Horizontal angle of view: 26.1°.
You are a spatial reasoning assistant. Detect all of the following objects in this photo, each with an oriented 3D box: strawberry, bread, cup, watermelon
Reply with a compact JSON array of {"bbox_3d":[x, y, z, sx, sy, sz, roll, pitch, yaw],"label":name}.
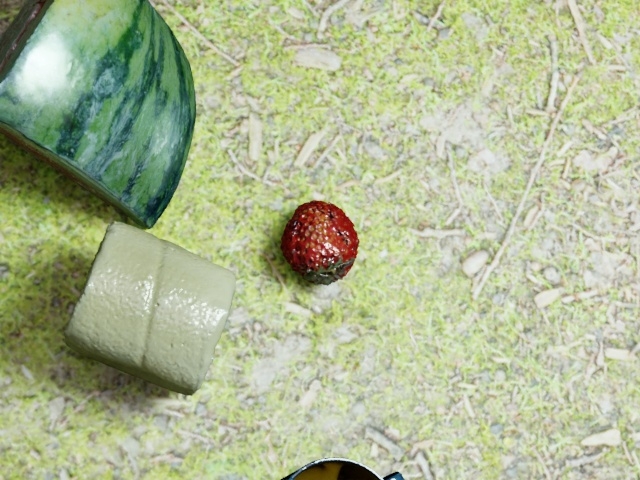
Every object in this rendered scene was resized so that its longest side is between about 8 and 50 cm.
[{"bbox_3d":[0.000,0.000,1.426,0.083,0.083,0.096,-5,48,-16],"label":"strawberry"},{"bbox_3d":[-0.161,0.066,1.322,0.141,0.148,0.134,23,89,-8],"label":"bread"},{"bbox_3d":[0.015,0.272,1.318,0.150,0.138,0.114,6,74,-14],"label":"cup"},{"bbox_3d":[-0.247,-0.145,1.380,0.262,0.201,0.213,46,59,-46],"label":"watermelon"}]
